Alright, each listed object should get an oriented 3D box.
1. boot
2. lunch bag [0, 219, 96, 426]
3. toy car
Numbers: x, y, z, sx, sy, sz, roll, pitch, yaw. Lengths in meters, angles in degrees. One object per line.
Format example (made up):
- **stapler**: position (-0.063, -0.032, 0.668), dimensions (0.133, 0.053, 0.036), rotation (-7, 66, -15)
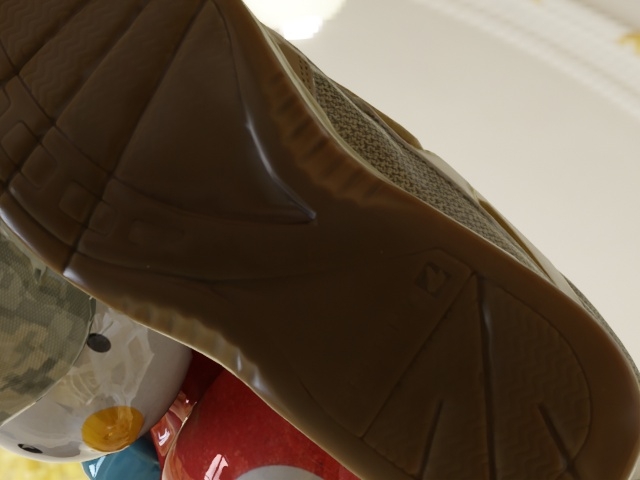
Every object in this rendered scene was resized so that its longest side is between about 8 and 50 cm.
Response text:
- **boot**: position (0.000, 0.000, 0.486), dimensions (0.213, 0.165, 0.077), rotation (39, -86, 16)
- **lunch bag**: position (-0.229, -0.074, 0.575), dimensions (0.213, 0.256, 0.305), rotation (-28, -128, 16)
- **toy car**: position (-0.081, 0.061, 0.817), dimensions (0.238, 0.219, 0.210), rotation (10, -146, -40)
